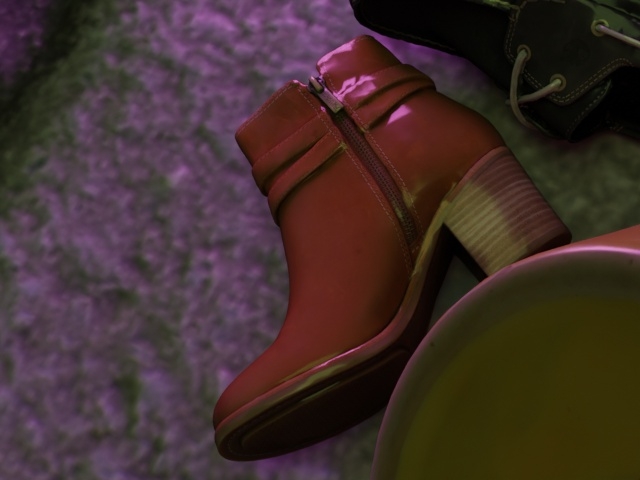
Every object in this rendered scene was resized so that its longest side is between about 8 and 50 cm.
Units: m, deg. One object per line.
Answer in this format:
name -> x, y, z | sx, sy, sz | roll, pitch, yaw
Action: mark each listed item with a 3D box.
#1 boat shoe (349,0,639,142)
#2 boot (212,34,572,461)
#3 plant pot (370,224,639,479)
boat shoe -> 0.116, -0.089, 0.657 | 0.233, 0.084, 0.079 | 17, 73, 16
boot -> 0.000, 0.000, 0.660 | 0.197, 0.073, 0.152 | -34, 65, -14
plant pot -> 0.154, 0.086, 0.439 | 0.254, 0.239, 0.254 | -3, 86, 44
